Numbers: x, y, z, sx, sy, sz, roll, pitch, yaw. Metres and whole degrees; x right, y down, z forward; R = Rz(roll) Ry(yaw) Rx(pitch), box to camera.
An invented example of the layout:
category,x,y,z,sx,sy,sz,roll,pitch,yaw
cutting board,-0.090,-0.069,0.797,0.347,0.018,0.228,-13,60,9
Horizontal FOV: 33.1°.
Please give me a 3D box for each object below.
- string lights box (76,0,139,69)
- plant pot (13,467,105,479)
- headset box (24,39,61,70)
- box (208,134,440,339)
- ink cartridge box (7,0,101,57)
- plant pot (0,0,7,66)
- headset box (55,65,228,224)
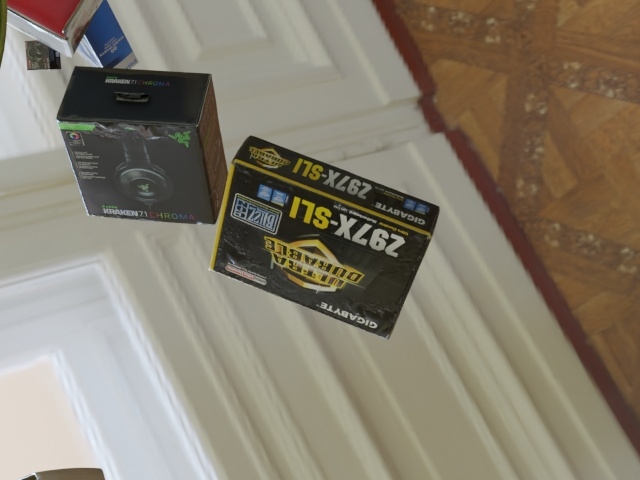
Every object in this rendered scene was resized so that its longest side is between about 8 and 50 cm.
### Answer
category,x,y,z,sx,sy,sz,roll,pitch,yaw
string lights box,-0.454,-0.432,2.081,0.133,0.077,0.259,42,167,24
plant pot,-0.328,0.345,1.387,0.109,0.096,0.109,-28,76,52
headset box,-0.573,-0.381,2.210,0.083,0.032,0.062,5,101,35
box,0.000,0.000,1.696,0.322,0.079,0.257,22,134,4
ink cartridge box,-0.382,-0.469,1.705,0.309,0.130,0.272,-63,11,-4
plant pot,-0.593,-0.240,1.154,0.353,0.366,0.366,21,124,11
headset box,-0.305,-0.171,1.885,0.283,0.246,0.131,88,-171,-52
